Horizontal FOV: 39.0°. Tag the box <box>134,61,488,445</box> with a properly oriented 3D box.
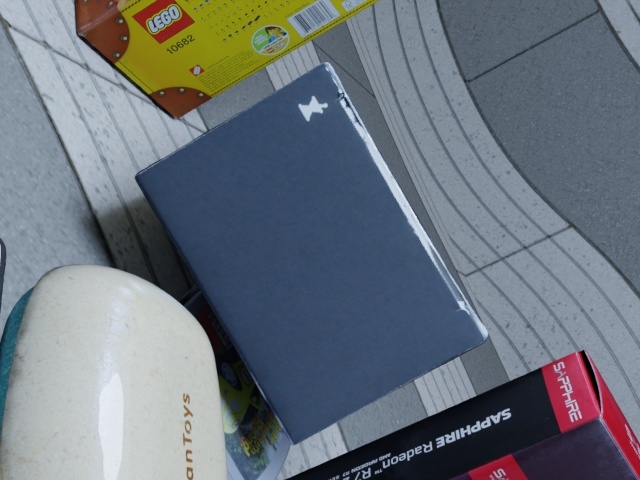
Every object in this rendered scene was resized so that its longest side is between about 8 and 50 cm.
[{"bbox_3d":[0.000,0.000,0.996,0.294,0.212,0.395,60,4,-2],"label":"box"}]

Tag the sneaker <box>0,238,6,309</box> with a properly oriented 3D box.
[{"bbox_3d":[-0.329,-0.057,0.474,0.448,0.169,0.257,54,-5,10],"label":"sneaker"}]

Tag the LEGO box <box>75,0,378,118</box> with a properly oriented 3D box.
[{"bbox_3d":[-0.058,-0.445,1.134,0.193,0.500,0.373,42,27,-49],"label":"LEGO box"}]

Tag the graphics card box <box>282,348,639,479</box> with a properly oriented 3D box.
[{"bbox_3d":[0.134,0.277,0.864,0.233,0.370,0.094,54,20,-29],"label":"graphics card box"}]

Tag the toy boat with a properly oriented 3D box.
[{"bbox_3d":[-0.121,0.177,0.604,0.318,0.148,0.268,50,32,-57],"label":"toy boat"}]

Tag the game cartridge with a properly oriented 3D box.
[{"bbox_3d":[-0.105,0.156,0.892,0.196,0.060,0.294,64,18,-9],"label":"game cartridge"}]
